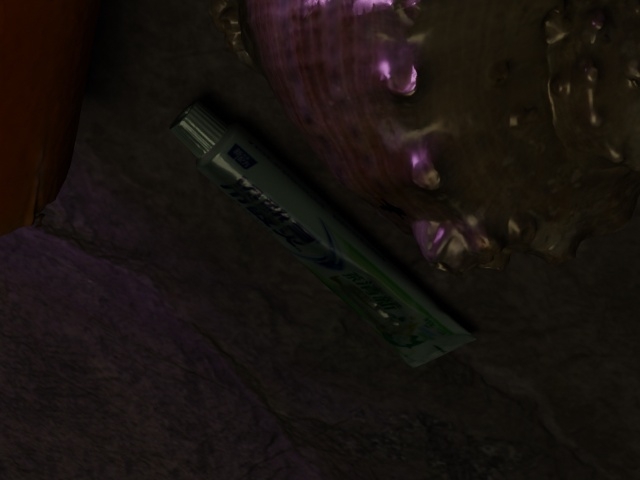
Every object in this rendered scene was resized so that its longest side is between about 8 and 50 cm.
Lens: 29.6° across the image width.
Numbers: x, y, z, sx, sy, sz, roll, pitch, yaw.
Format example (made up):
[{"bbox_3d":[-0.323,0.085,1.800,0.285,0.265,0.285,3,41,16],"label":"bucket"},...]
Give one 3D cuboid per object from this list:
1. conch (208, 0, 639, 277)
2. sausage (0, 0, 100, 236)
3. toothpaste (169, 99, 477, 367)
[{"bbox_3d":[0.060,-0.122,0.717,0.352,0.210,0.297,2,127,23],"label":"conch"},{"bbox_3d":[-0.260,-0.172,0.806,0.233,0.233,0.287,25,132,3],"label":"sausage"},{"bbox_3d":[0.000,0.000,0.961,0.297,0.048,0.075,43,132,-17],"label":"toothpaste"}]
